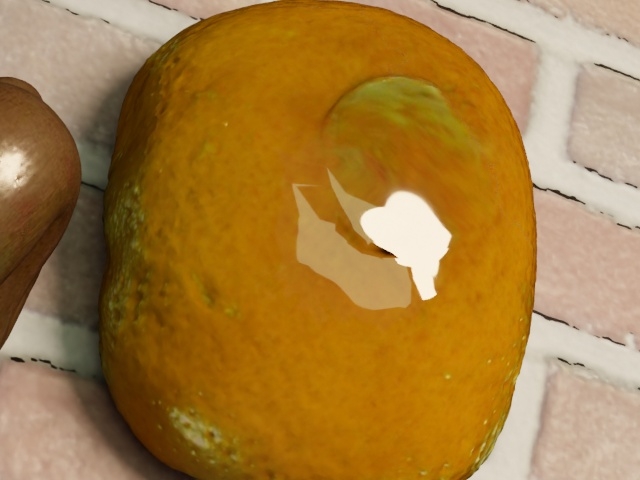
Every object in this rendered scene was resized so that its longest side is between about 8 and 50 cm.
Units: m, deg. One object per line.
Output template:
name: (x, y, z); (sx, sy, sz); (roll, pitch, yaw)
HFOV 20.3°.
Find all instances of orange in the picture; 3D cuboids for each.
orange: (0.001, -0.005, 1.060); (0.262, 0.196, 0.335); (8, 69, -4)

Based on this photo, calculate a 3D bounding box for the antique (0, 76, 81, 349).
antique: (-0.222, 0.021, 0.961); (0.121, 0.143, 0.257); (40, 59, -2)
